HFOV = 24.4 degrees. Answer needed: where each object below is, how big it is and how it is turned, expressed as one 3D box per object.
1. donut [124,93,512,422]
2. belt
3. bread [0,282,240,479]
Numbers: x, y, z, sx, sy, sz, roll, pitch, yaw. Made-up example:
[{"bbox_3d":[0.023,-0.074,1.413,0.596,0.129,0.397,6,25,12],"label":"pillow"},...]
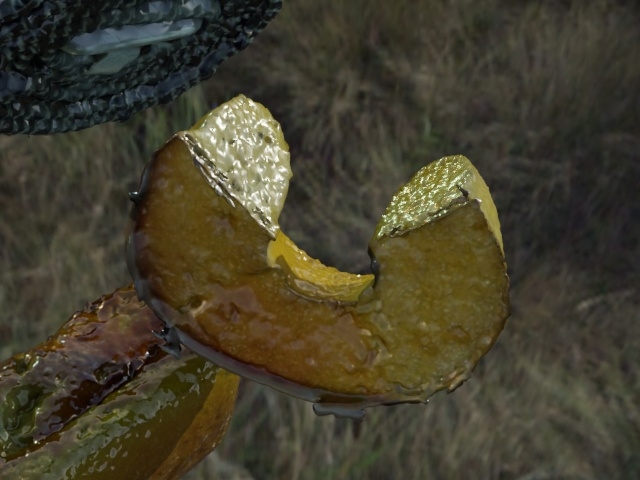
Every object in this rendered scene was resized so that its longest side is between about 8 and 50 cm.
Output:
[{"bbox_3d":[0.000,0.010,0.700,0.181,0.146,0.078,11,36,4],"label":"donut"},{"bbox_3d":[-0.174,-0.186,1.004,0.295,0.207,0.160,-19,71,-34],"label":"belt"},{"bbox_3d":[-0.131,0.104,0.775,0.103,0.132,0.172,43,55,15],"label":"bread"}]
